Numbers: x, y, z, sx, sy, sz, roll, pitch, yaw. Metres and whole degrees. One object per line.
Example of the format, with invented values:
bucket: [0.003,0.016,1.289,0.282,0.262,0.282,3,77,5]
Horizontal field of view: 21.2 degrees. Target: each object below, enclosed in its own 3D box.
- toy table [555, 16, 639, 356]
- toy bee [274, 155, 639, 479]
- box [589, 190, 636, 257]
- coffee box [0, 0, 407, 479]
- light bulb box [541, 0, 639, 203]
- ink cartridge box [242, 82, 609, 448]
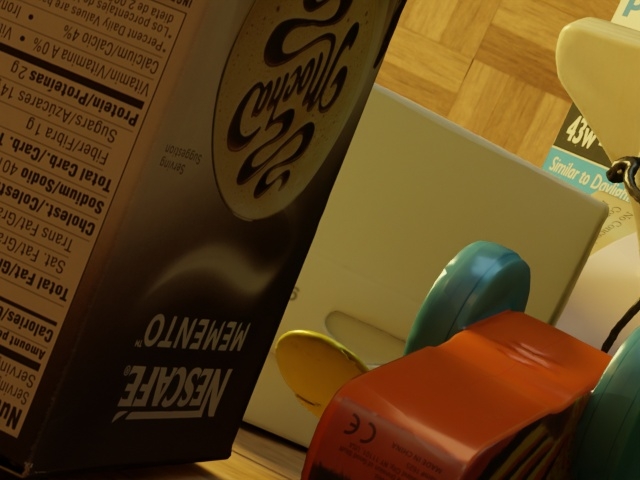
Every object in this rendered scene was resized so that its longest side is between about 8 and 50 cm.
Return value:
toy table: [0.229,-0.010,0.907,0.252,0.161,0.274,16,29,22]
toy bee: [0.092,0.089,0.677,0.298,0.162,0.195,-9,34,-36]
box: [0.247,0.101,1.026,0.311,0.121,0.148,27,48,37]
coffee box: [-0.057,-0.076,0.607,0.119,0.297,0.168,23,4,19]
light bulb box: [0.339,0.022,1.298,0.225,0.361,0.358,23,4,-31]
ink cartridge box: [0.000,0.000,0.884,0.171,0.168,0.232,24,5,-22]
